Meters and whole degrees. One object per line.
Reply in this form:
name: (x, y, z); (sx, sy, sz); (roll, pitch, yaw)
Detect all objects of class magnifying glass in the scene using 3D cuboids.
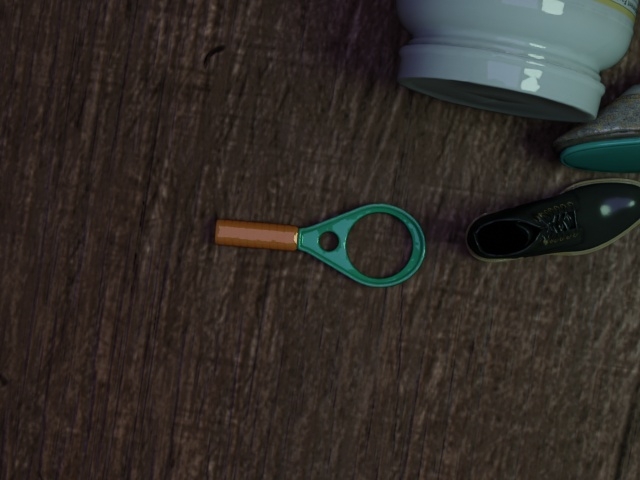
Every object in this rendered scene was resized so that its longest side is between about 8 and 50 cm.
magnifying glass: (0.000, 0.000, 1.542); (0.231, 0.026, 0.092); (5, 91, 7)

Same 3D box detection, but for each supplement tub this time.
supplement tub: (0.207, -0.300, 1.404); (0.241, 0.241, 0.331); (12, 90, 6)

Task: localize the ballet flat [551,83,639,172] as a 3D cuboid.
ballet flat: (0.398, -0.128, 1.474); (0.316, 0.107, 0.106); (1, 71, 1)

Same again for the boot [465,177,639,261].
boot: (0.249, -0.015, 1.460); (0.198, 0.137, 0.076); (-19, 89, 5)
